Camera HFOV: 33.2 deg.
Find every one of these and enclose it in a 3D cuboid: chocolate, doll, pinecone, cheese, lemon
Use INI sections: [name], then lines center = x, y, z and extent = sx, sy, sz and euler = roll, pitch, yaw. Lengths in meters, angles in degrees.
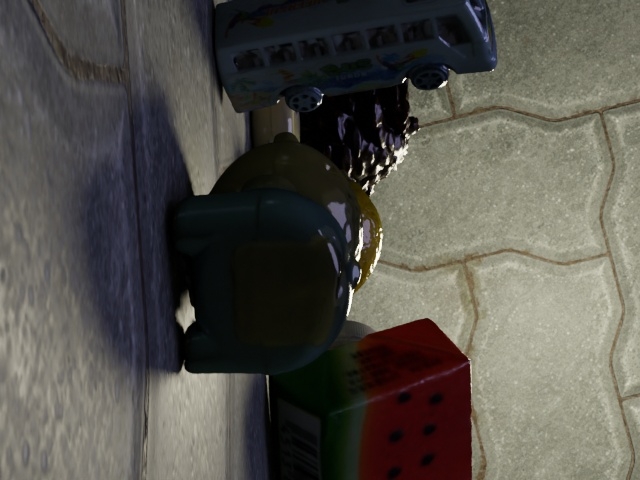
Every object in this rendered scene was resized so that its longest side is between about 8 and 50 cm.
[chocolate]
center = 0.096, 0.347, 1.819
extent = 0.161, 0.341, 0.360
euler = 27, -54, 53
[doll]
center = -0.041, 0.005, 1.000
extent = 0.260, 0.162, 0.177
euler = -79, 165, -73
[pinecone]
center = 0.035, -0.199, 1.984
extent = 0.242, 0.296, 0.298
euler = 51, -27, 25
[cheese]
center = -0.070, -0.143, 1.704
extent = 0.163, 0.071, 0.248
euler = 84, 4, -56
[lemon]
center = 0.000, 0.000, 1.681
extent = 0.192, 0.192, 0.231
euler = 29, 84, -88

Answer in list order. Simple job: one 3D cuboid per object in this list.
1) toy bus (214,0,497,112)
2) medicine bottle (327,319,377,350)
[toy bus]
center = 0.039, -0.244, 1.280
extent = 0.136, 0.330, 0.109
euler = 66, 18, -57
[medicine bottle]
center = 0.050, 0.307, 2.095
extent = 0.302, 0.241, 0.241
euler = -90, 177, -68
